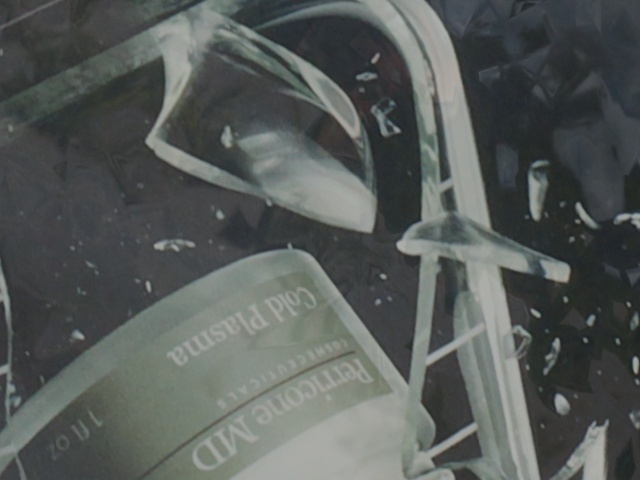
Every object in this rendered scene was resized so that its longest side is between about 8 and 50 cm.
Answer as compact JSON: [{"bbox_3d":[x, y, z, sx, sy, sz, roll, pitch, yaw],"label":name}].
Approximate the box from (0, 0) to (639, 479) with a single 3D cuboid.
[{"bbox_3d":[0.000,0.000,0.860,0.472,0.480,0.297,63,-7,-9],"label":"box"}]
